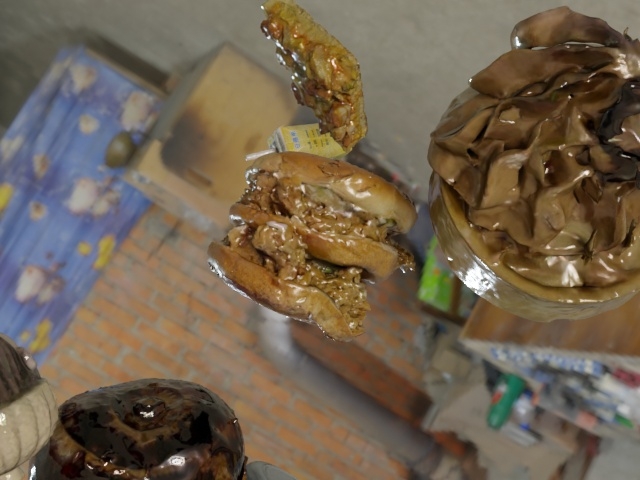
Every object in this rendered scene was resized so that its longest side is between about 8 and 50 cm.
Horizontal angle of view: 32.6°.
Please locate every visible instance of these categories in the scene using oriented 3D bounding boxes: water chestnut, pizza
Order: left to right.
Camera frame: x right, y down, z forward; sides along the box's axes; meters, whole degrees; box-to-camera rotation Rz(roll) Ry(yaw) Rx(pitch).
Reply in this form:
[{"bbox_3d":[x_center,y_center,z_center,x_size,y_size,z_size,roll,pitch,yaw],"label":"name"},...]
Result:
[{"bbox_3d":[-0.246,0.331,1.493,0.300,0.300,0.300,28,168,7],"label":"water chestnut"},{"bbox_3d":[-0.006,-0.166,1.068,0.175,0.046,0.134,57,169,-6],"label":"pizza"}]

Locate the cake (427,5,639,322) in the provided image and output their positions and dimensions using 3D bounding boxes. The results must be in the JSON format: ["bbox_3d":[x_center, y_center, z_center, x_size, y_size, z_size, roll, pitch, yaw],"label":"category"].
[{"bbox_3d":[0.293,-0.087,1.243,0.332,0.332,0.321,28,165,8],"label":"cake"}]

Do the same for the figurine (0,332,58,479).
[{"bbox_3d":[-0.430,0.145,1.282,0.204,0.185,0.332,-115,10,-48],"label":"figurine"}]

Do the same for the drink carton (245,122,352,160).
[{"bbox_3d":[-0.044,-0.181,2.091,0.200,0.084,0.074,-10,166,-32],"label":"drink carton"}]

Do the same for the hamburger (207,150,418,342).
[{"bbox_3d":[-0.004,0.008,1.421,0.261,0.211,0.245,23,174,-8],"label":"hamburger"}]

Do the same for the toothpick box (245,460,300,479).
[{"bbox_3d":[-0.122,0.522,1.579,0.263,0.354,0.263,38,-179,-1],"label":"toothpick box"}]
